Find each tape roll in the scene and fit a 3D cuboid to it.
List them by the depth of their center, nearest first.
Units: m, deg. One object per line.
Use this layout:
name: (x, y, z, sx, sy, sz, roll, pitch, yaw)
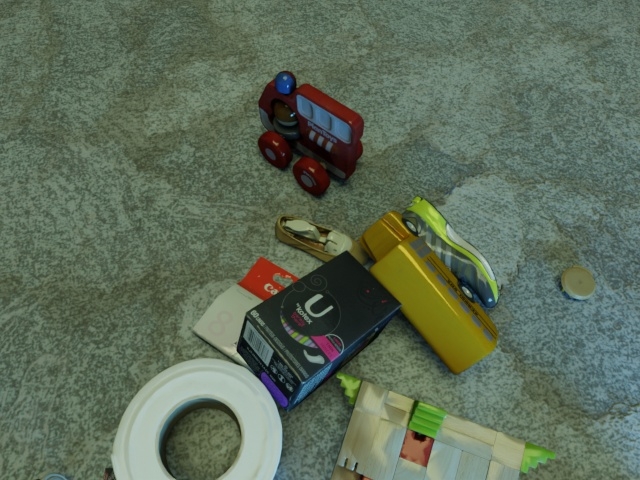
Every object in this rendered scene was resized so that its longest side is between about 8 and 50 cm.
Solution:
tape roll: (-0.213, 0.363, 0.831, 0.286, 0.100, 0.286, 4, 59, -7)

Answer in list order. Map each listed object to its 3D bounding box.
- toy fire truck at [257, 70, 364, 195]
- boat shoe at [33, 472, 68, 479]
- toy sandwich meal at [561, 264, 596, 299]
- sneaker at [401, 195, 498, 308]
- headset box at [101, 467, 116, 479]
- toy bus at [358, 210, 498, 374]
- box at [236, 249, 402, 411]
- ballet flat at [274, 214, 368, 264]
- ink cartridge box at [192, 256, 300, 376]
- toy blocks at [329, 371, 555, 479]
toy fire truck: (-0.029, -0.276, 1.114, 0.302, 0.254, 0.169, 38, 67, 18)
boat shoe: (-0.432, 0.557, 0.746, 0.095, 0.112, 0.335, -33, 60, 2)
toy sandwich meal: (0.581, 0.096, 1.051, 0.085, 0.029, 0.086, 0, 66, 0)
sneaker: (0.274, 0.042, 1.045, 0.121, 0.111, 0.300, -39, 66, -2)
headset box: (-0.359, 0.447, 0.840, 0.083, 0.032, 0.062, 0, 61, 0)
toy bus: (0.210, 0.097, 0.951, 0.333, 0.108, 0.130, 51, 27, 9)
box: (-0.003, 0.166, 0.897, 0.270, 0.143, 0.165, -31, 66, -36)
ballet flat: (0.000, 0.000, 1.067, 0.232, 0.073, 0.080, 17, 63, 8)
ink cartridge box: (-0.125, 0.154, 0.993, 0.189, 0.066, 0.232, 29, 69, 14)
toy blocks: (0.167, 0.421, 0.803, 0.381, 0.191, 0.261, 18, 74, 9)
